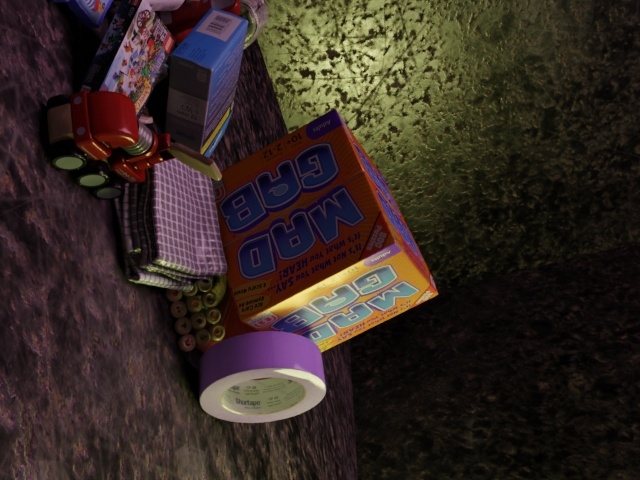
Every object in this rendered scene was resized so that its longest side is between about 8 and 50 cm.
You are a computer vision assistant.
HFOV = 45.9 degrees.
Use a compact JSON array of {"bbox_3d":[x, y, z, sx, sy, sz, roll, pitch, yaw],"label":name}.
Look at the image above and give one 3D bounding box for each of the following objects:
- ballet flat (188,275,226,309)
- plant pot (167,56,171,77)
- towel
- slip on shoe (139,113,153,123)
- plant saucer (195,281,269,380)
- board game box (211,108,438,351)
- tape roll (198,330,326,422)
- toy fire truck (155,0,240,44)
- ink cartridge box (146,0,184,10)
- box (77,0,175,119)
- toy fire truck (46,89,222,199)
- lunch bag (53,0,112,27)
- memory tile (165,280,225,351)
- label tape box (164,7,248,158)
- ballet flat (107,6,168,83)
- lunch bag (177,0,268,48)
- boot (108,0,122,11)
[{"bbox_3d":[-0.269,0.013,1.801,0.123,0.123,0.349,66,17,-50],"label":"ballet flat"},{"bbox_3d":[-0.376,-0.455,2.033,0.083,0.083,0.079,61,6,-62],"label":"plant pot"},{"bbox_3d":[-0.303,-0.049,1.518,0.235,0.121,0.284,26,49,-65],"label":"towel"},{"bbox_3d":[-0.398,-0.264,1.614,0.135,0.051,0.041,-45,123,-72],"label":"slip on shoe"},{"bbox_3d":[-0.159,0.202,1.821,0.258,0.047,0.259,40,46,-30],"label":"plant saucer"},{"bbox_3d":[0.000,0.000,1.713,0.356,0.356,0.356,44,21,-59],"label":"board game box"},{"bbox_3d":[-0.128,0.305,1.659,0.275,0.274,0.090,65,14,-54],"label":"tape roll"},{"bbox_3d":[-0.341,-0.677,1.990,0.169,0.254,0.302,62,16,-61],"label":"toy fire truck"},{"bbox_3d":[-0.442,-0.650,1.790,0.225,0.056,0.181,59,35,2],"label":"ink cartridge box"},{"bbox_3d":[-0.376,-0.337,1.477,0.159,0.044,0.233,51,60,-70],"label":"box"},{"bbox_3d":[-0.313,-0.163,1.301,0.217,0.246,0.158,56,21,-68],"label":"toy fire truck"},{"bbox_3d":[-0.475,-0.570,1.444,0.221,0.138,0.293,64,26,-59],"label":"lunch bag"},{"bbox_3d":[-0.268,0.155,1.628,0.012,0.113,0.148,-14,-88,54],"label":"memory tile"},{"bbox_3d":[-0.296,-0.370,1.914,0.348,0.115,0.249,111,1,-46],"label":"label tape box"},{"bbox_3d":[-0.401,-0.392,1.620,0.095,0.096,0.280,40,-4,13],"label":"ballet flat"},{"bbox_3d":[-0.293,-0.653,2.283,0.305,0.256,0.213,-85,160,-68],"label":"lunch bag"},{"bbox_3d":[-0.424,-0.495,1.682,0.042,0.118,0.087,-49,156,-34],"label":"boot"}]
